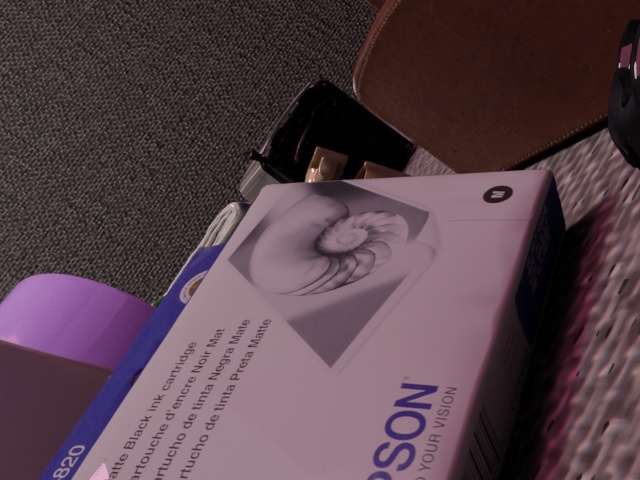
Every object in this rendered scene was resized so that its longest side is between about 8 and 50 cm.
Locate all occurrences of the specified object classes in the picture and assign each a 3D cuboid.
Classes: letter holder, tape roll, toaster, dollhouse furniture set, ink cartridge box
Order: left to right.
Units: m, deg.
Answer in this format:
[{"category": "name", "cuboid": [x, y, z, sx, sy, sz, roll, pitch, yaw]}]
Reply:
[{"category": "tape roll", "cuboid": [-0.189, 0.155, 0.822, 0.090, 0.275, 0.275, -60, 6, -37]}, {"category": "ink cartridge box", "cuboid": [-0.020, 0.051, 0.409, 0.224, 0.045, 0.223, -4, 37, 28]}, {"category": "toaster", "cuboid": [0.000, -0.098, 1.158, 0.168, 0.186, 0.110, -60, 10, -29]}, {"category": "dollhouse furniture set", "cuboid": [0.000, 0.000, 0.916, 0.123, 0.144, 0.151, 123, 165, -76]}, {"category": "letter holder", "cuboid": [0.095, -0.175, 0.521, 0.152, 0.214, 0.302, -57, 5, -12]}]

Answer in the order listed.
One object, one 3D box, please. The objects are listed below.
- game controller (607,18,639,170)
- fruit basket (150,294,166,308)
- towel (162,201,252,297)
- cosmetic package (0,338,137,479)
[{"category": "game controller", "cuboid": [0.209, -0.157, 0.296, 0.319, 0.067, 0.166, -58, 19, -11]}, {"category": "fruit basket", "cuboid": [-0.136, 0.124, 1.202, 0.327, 0.165, 0.353, -55, 2, 24]}, {"category": "towel", "cuboid": [-0.084, 0.016, 1.316, 0.285, 0.034, 0.209, -6, -40, -53]}, {"category": "cosmetic package", "cuboid": [-0.221, 0.259, 0.480, 0.217, 0.156, 0.385, -52, 25, 40]}]
